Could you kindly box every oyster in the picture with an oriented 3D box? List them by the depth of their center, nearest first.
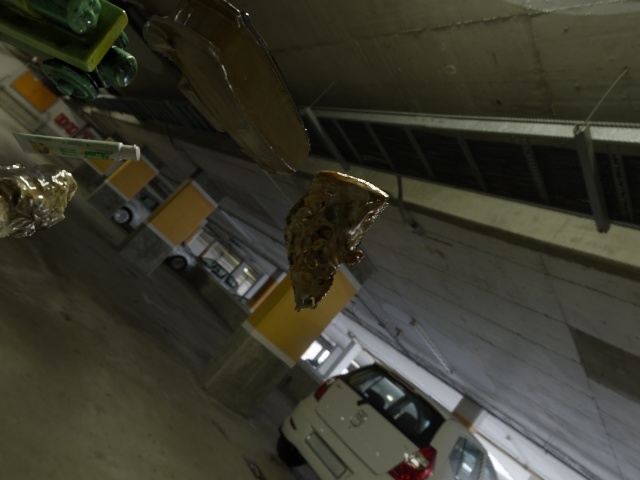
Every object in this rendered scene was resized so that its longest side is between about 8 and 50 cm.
[{"bbox_3d":[-0.618,-0.098,0.891,0.166,0.110,0.341,30,21,4],"label":"oyster"}]

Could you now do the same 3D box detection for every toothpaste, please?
[{"bbox_3d":[-0.668,-0.257,1.202,0.315,0.058,0.056,3,15,-7],"label":"toothpaste"}]

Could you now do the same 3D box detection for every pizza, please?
[{"bbox_3d":[0.000,0.000,0.876,0.189,0.296,0.071,34,10,20],"label":"pizza"}]

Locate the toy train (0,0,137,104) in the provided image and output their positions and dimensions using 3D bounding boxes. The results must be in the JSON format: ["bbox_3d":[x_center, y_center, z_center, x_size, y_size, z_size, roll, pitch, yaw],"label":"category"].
[{"bbox_3d":[-0.451,-0.356,0.630,0.369,0.150,0.237,24,-17,-1],"label":"toy train"}]

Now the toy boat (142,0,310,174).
[{"bbox_3d":[-0.106,-0.180,0.570,0.122,0.089,0.321,22,-12,23],"label":"toy boat"}]
